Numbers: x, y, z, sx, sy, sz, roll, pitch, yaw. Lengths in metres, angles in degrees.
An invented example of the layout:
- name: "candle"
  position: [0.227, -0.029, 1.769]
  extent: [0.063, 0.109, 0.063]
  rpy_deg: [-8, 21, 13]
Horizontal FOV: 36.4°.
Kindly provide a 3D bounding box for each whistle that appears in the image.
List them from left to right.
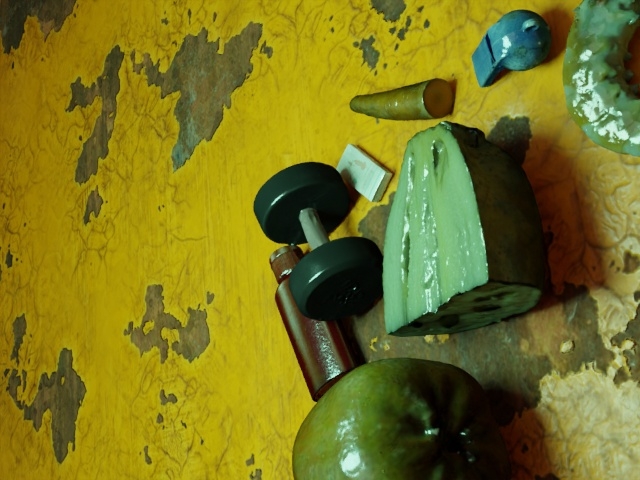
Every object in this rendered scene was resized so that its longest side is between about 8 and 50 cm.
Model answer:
- name: "whistle"
  position: [0.269, -0.267, 1.339]
  extent: [0.158, 0.090, 0.090]
  rpy_deg: [111, 159, -77]

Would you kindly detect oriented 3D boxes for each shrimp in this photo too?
- name: "shrimp"
  position: [0.390, -0.194, 1.186]
  extent: [0.185, 0.068, 0.287]
  rpy_deg: [-58, 48, 25]

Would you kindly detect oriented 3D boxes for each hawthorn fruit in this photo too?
- name: "hawthorn fruit"
  position: [0.092, 0.297, 1.281]
  extent: [0.301, 0.268, 0.267]
  rpy_deg: [-31, 60, 52]

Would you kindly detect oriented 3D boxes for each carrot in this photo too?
- name: "carrot"
  position: [0.112, -0.214, 1.513]
  extent: [0.210, 0.061, 0.061]
  rpy_deg: [5, 86, 53]

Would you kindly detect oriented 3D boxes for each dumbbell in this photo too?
- name: "dumbbell"
  position: [0.000, 0.000, 1.514]
  extent: [0.152, 0.152, 0.218]
  rpy_deg: [-49, 50, 30]

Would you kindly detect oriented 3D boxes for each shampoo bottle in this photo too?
- name: "shampoo bottle"
  position: [-0.017, 0.126, 1.572]
  extent: [0.102, 0.064, 0.260]
  rpy_deg: [-47, 51, 32]

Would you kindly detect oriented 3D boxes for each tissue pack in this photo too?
- name: "tissue pack"
  position: [0.068, -0.108, 1.556]
  extent: [0.108, 0.023, 0.056]
  rpy_deg: [44, 115, 43]

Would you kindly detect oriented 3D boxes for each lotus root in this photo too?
- name: "lotus root"
  position: [0.193, -0.023, 1.319]
  extent: [0.267, 0.149, 0.260]
  rpy_deg: [141, 131, -58]
